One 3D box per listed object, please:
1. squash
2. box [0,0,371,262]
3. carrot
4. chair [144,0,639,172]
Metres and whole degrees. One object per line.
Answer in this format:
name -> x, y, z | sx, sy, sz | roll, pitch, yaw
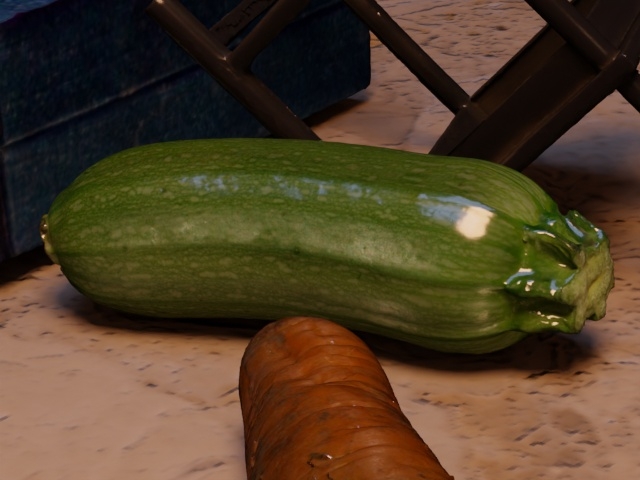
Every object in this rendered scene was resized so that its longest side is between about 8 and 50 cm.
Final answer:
squash -> 0.000, 0.000, 0.701 | 0.219, 0.068, 0.077 | 7, 34, 24
box -> -0.161, -0.102, 0.903 | 0.279, 0.116, 0.261 | 13, 26, 35
carrot -> 0.006, 0.072, 0.554 | 0.060, 0.060, 0.186 | -9, 21, -10
chair -> 0.087, -0.064, 0.767 | 0.141, 0.260, 0.154 | -43, 4, 32
